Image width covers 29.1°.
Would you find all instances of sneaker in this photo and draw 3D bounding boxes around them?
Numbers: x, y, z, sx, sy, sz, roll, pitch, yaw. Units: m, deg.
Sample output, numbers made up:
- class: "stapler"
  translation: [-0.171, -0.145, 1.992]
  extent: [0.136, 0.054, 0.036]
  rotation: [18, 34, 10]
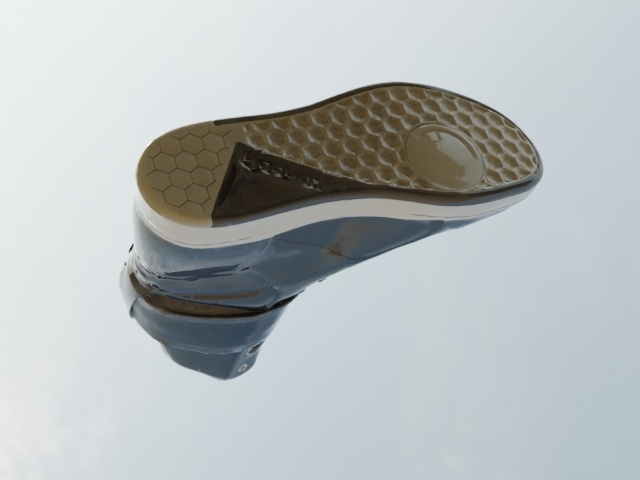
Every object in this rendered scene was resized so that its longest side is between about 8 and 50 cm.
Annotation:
- class: "sneaker"
  translation: [-0.001, -0.001, 0.679]
  extent: [0.226, 0.163, 0.086]
  rotation: [-7, -124, -21]
